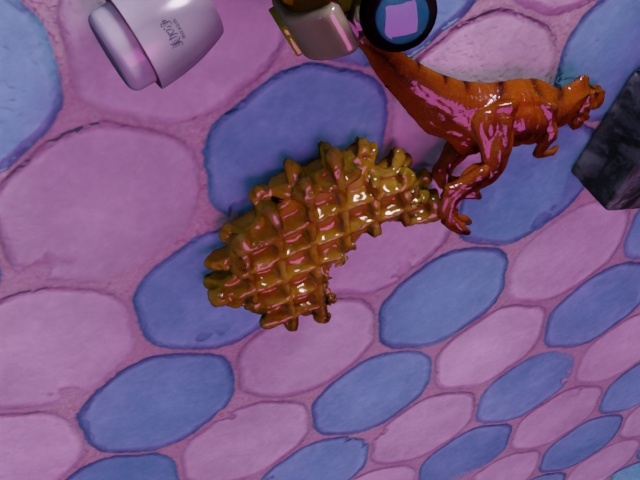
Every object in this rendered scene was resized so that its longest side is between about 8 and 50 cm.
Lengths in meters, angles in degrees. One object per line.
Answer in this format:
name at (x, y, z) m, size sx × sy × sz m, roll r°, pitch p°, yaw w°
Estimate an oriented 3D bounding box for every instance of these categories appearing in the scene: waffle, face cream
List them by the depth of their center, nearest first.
face cream at (-0.137, -0.179, 0.746) m, size 0.095 × 0.091 × 0.091 m, roll -33°, pitch 144°, yaw -8°
waffle at (0.000, 0.000, 1.063) m, size 0.293 × 0.069 × 0.260 m, roll -47°, pitch 141°, yaw 19°

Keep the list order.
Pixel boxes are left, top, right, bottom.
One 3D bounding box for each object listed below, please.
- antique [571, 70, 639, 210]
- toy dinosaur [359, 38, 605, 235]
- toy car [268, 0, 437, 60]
antique at (0.426, -0.135, 1.170) m, size 0.088 × 0.086 × 0.183 m, roll -5°, pitch 137°, yaw -30°
toy dinosaur at (0.169, -0.118, 1.014) m, size 0.432 × 0.097 × 0.208 m, roll -2°, pitch 122°, yaw -36°
toy car at (0.044, -0.281, 0.696) m, size 0.248 × 0.204 × 0.198 m, roll -30°, pitch 121°, yaw 4°
